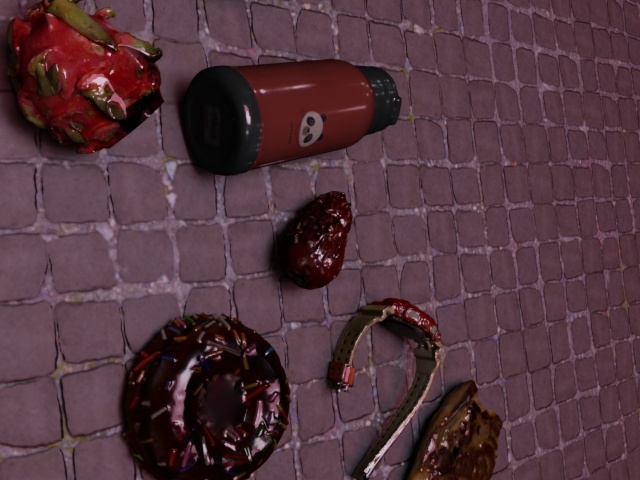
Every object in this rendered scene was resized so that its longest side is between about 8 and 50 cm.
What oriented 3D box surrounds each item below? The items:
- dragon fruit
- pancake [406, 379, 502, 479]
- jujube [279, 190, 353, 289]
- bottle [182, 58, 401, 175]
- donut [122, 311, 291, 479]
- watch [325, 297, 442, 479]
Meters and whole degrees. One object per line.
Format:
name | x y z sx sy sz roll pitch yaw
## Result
dragon fruit | -0.270 -0.199 0.838 0.166 0.160 0.172 -37 110 8
pancake | 0.227 0.347 1.248 0.257 0.056 0.212 2 90 -47
jujube | -0.003 0.002 1.075 0.104 0.104 0.166 54 42 -22
bottle | -0.021 -0.185 1.051 0.336 0.144 0.144 -16 95 -41
donut | -0.136 0.207 0.940 0.235 0.089 0.235 4 83 -38
watch | 0.086 0.218 1.133 0.165 0.102 0.268 44 68 -19
